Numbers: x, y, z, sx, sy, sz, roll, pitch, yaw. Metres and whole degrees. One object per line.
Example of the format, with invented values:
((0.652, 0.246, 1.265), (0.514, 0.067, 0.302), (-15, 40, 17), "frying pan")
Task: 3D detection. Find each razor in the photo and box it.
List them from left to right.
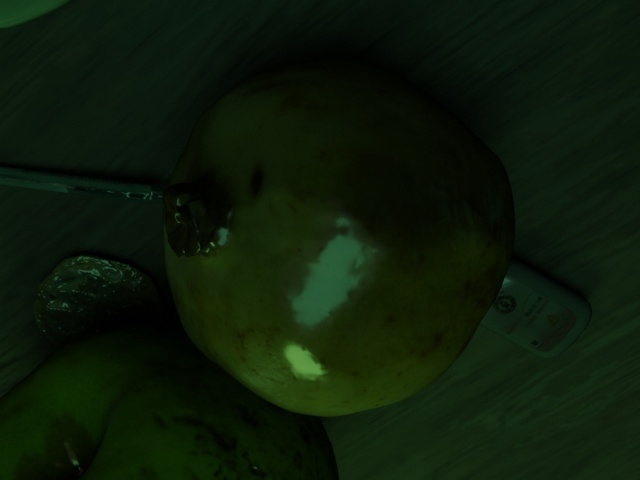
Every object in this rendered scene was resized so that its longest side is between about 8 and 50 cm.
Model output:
((-0.210, -0.051, 0.861), (0.211, 0.036, 0.084), (4, 117, 0), "razor")

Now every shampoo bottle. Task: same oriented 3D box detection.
((0.186, 0.056, 0.900), (0.165, 0.040, 0.080), (29, 118, -14), "shampoo bottle")

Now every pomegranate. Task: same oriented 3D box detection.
((0.017, -0.003, 0.751), (0.307, 0.307, 0.307), (1, 119, 2), "pomegranate")

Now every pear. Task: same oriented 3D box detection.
((-0.143, 0.272, 0.865), (0.391, 0.391, 0.391), (1, 119, 2), "pear")

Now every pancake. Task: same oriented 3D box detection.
((-0.231, 0.074, 0.938), (0.139, 0.022, 0.139), (1, 120, 2), "pancake")

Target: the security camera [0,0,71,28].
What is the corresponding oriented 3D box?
((-0.321, -0.230, 0.747), (0.301, 0.080, 0.157), (-16, 120, 22), "security camera")
